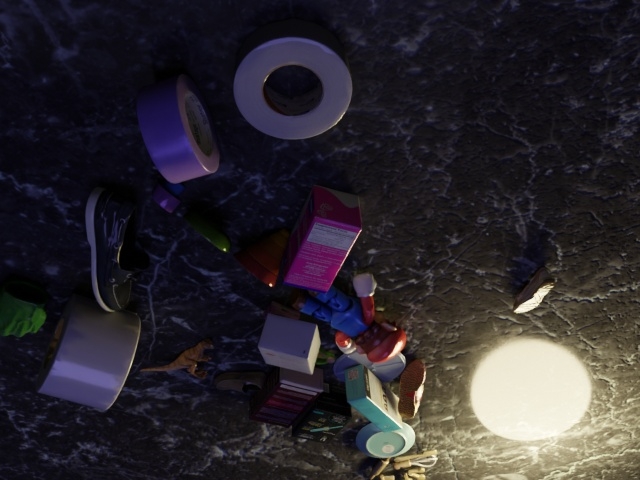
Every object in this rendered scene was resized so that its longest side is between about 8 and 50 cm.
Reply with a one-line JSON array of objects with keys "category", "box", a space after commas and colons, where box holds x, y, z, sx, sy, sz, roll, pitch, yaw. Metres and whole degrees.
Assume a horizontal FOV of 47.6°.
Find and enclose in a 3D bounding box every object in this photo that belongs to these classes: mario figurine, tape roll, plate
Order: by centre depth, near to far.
[{"category": "tape roll", "box": [-0.261, -0.206, 1.347, 0.080, 0.189, 0.189, -15, 133, 11]}, {"category": "tape roll", "box": [-0.052, -0.297, 1.353, 0.219, 0.072, 0.219, -1, 133, -2]}, {"category": "tape roll", "box": [-0.562, 0.270, 1.754, 0.169, 0.246, 0.246, 21, 129, -23]}, {"category": "mario figurine", "box": [0.082, 0.182, 1.821, 0.320, 0.170, 0.198, 37, 159, -20]}, {"category": "plate", "box": [0.206, 0.634, 2.286, 0.188, 0.024, 0.188, -2, 126, -2]}]

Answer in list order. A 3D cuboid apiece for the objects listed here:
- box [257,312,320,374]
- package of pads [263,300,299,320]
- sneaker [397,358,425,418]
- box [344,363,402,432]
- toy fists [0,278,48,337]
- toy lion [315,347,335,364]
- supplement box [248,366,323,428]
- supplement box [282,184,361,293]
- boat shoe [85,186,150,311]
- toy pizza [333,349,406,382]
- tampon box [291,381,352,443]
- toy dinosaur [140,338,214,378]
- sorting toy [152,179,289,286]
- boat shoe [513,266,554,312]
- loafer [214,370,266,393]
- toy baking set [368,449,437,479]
[{"category": "box", "box": [-0.075, 0.262, 1.821, 0.130, 0.091, 0.170, 13, 158, 8]}, {"category": "package of pads", "box": [-0.100, 0.190, 1.850, 0.083, 0.032, 0.050, 24, 127, -24]}, {"category": "sneaker", "box": [0.263, 0.412, 2.071, 0.069, 0.084, 0.185, 17, 111, 15]}, {"category": "box", "box": [0.150, 0.446, 2.027, 0.060, 0.100, 0.244, -22, 137, 20]}, {"category": "toy fists", "box": [-0.791, 0.139, 1.719, 0.279, 0.096, 0.142, 23, 118, -22]}, {"category": "toy lion", "box": [-0.023, 0.313, 1.977, 0.100, 0.034, 0.096, 34, 130, -31]}, {"category": "supplement box", "box": [-0.099, 0.438, 2.053, 0.130, 0.073, 0.239, 18, 133, -20]}, {"category": "supplement box", "box": [0.000, 0.000, 1.616, 0.114, 0.111, 0.220, 15, 131, -16]}, {"category": "boat shoe", "box": [-0.437, 0.035, 1.615, 0.113, 0.127, 0.340, 9, 125, 4]}, {"category": "toy pizza", "box": [0.135, 0.341, 2.006, 0.201, 0.032, 0.201, -3, 139, -3]}, {"category": "tampon box", "box": [0.002, 0.500, 2.106, 0.120, 0.101, 0.161, 18, 131, -19]}, {"category": "toy dinosaur", "box": [-0.363, 0.327, 1.960, 0.211, 0.064, 0.112, -31, 111, 12]}, {"category": "sorting toy", "box": [-0.197, -0.043, 1.594, 0.365, 0.127, 0.126, 40, 91, -31]}, {"category": "boat shoe", "box": [0.531, 0.129, 1.826, 0.056, 0.048, 0.153, 0, 142, -20]}, {"category": "loafer", "box": [-0.226, 0.399, 2.031, 0.148, 0.050, 0.056, -9, 134, 5]}, {"category": "toy baking set", "box": [0.279, 0.750, 2.419, 0.197, 0.030, 0.256, 8, 133, -15]}]
